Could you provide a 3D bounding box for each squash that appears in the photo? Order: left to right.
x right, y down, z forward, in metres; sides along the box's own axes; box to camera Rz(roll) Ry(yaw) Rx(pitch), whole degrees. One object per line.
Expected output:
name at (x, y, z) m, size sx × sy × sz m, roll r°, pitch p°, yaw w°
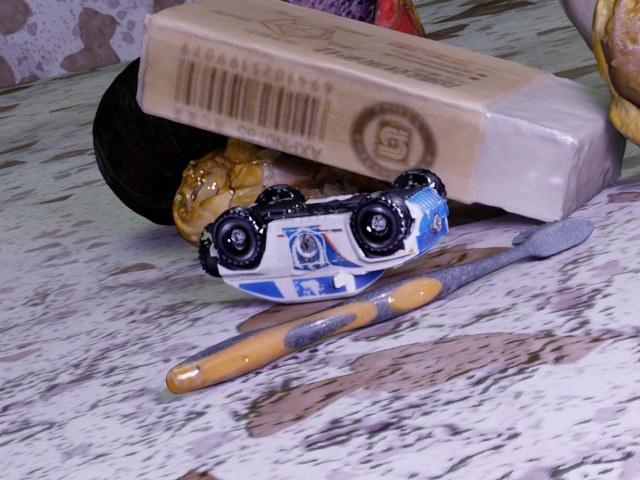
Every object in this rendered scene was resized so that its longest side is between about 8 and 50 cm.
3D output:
squash at (-0.099, -0.094, 1.642) m, size 0.193 × 0.155 × 0.193 m, roll 5°, pitch -17°, yaw 1°

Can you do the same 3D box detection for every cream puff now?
cream puff at (0.281, -0.127, 1.335) m, size 0.189 × 0.189 × 0.129 m, roll -8°, pitch -26°, yaw 30°

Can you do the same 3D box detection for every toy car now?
toy car at (0.000, 0.000, 1.276) m, size 0.171 × 0.070 × 0.080 m, roll -6°, pitch 13°, yaw 26°

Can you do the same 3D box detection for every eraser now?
eraser at (0.045, -0.102, 1.424) m, size 0.343 × 0.078 × 0.144 m, roll 18°, pitch 23°, yaw 23°

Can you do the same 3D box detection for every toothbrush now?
toothbrush at (0.043, 0.035, 1.170) m, size 0.321 × 0.023 × 0.031 m, roll -19°, pitch 5°, yaw -34°

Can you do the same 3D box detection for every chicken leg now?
chicken leg at (-0.012, -0.047, 1.496) m, size 0.208 × 0.101 × 0.085 m, roll -9°, pitch 39°, yaw -4°

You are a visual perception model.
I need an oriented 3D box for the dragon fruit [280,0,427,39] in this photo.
dragon fruit at (0.031, -0.153, 1.843) m, size 0.148 × 0.223 × 0.218 m, roll 25°, pitch -3°, yaw -34°

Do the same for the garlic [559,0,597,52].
garlic at (0.366, -0.266, 1.763) m, size 0.322 × 0.241 × 0.322 m, roll -30°, pitch 14°, yaw 8°
